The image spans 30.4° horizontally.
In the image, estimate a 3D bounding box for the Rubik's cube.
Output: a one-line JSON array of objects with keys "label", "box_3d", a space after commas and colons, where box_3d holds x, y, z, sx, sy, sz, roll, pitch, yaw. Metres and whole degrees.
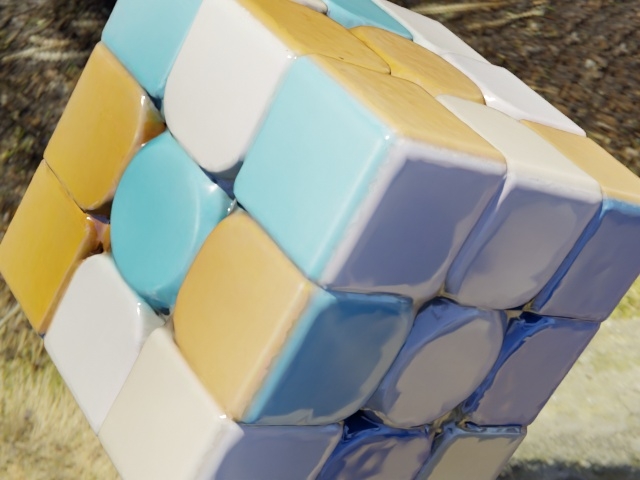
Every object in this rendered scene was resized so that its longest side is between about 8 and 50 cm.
[{"label": "Rubik's cube", "box_3d": [0.000, 0.000, 0.955, 0.347, 0.344, 0.346, 9, 120, -42]}]
